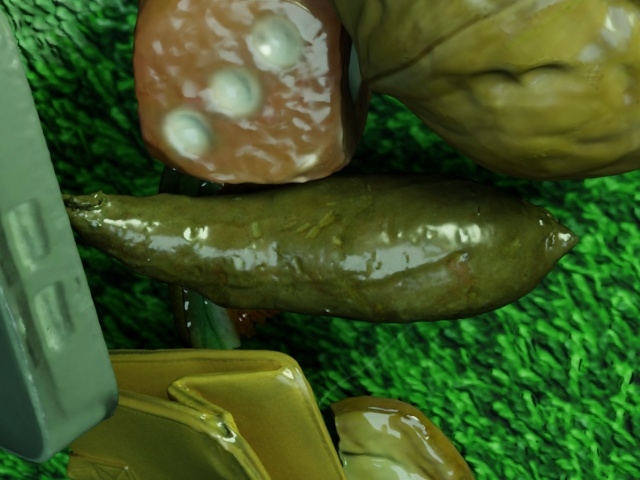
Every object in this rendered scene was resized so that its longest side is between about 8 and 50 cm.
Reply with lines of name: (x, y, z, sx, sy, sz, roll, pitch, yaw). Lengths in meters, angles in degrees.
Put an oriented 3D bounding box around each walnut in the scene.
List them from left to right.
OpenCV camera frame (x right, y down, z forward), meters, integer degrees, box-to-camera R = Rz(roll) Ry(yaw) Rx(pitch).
walnut: (0.193, -0.230, 1.172, 0.398, 0.308, 0.354, -30, 92, 15)

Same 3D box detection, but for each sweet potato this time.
sweet potato: (-0.003, 0.002, 1.333, 0.423, 0.130, 0.130, 3, 114, -2)

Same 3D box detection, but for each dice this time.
dice: (-0.053, -0.154, 1.329, 0.179, 0.175, 0.174, 5, 114, 12)

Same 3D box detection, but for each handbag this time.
handbag: (-0.079, 0.265, 1.486, 0.283, 0.133, 0.401, -1, 127, 37)

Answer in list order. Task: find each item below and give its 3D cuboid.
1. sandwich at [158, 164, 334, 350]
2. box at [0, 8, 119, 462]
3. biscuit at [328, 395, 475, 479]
sandwich: (-0.064, 0.003, 1.445, 0.160, 0.109, 0.184, -4, 112, -9)
box: (-0.352, -0.026, 1.374, 0.396, 0.111, 0.396, 11, 122, 49)
biscuit: (0.093, 0.285, 1.562, 0.154, 0.045, 0.299, 0, 112, 12)
